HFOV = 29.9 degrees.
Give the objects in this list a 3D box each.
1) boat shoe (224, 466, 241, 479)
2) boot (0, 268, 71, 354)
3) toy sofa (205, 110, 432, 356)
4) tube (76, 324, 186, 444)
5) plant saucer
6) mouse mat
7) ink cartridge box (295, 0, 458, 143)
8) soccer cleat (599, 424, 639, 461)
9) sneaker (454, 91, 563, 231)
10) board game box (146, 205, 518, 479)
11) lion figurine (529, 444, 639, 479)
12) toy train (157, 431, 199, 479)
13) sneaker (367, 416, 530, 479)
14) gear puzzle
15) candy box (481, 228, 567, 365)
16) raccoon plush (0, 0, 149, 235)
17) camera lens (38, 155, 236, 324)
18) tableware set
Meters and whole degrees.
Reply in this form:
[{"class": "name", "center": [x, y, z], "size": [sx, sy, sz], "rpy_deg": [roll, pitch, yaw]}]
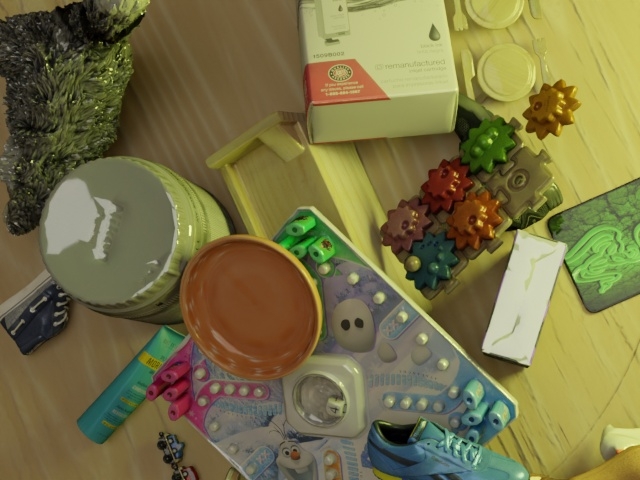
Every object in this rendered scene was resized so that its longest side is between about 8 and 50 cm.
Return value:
[{"class": "boat shoe", "center": [-0.123, 0.396, 1.734], "size": [0.045, 0.050, 0.135], "rpy_deg": [7, 94, 9]}, {"class": "boot", "center": [-0.400, 0.091, 1.825], "size": [0.190, 0.069, 0.086], "rpy_deg": [-37, 84, 13]}, {"class": "toy sofa", "center": [0.000, 0.000, 1.723], "size": [0.150, 0.177, 0.362], "rpy_deg": [-31, 78, 30]}, {"class": "tube", "center": [-0.274, 0.211, 1.780], "size": [0.207, 0.080, 0.052], "rpy_deg": [-47, 54, 5]}, {"class": "plant saucer", "center": [-0.087, 0.084, 1.557], "size": [0.200, 0.037, 0.200], "rpy_deg": [8, 110, 21]}, {"class": "mouse mat", "center": [0.433, 0.000, 1.690], "size": [0.190, 0.007, 0.152], "rpy_deg": [-25, 79, 8]}, {"class": "ink cartridge box", "center": [0.072, -0.290, 1.691], "size": [0.207, 0.117, 0.283], "rpy_deg": [-6, 64, -1]}, {"class": "soccer cleat", "center": [0.473, 0.291, 1.616], "size": [0.196, 0.076, 0.068], "rpy_deg": [15, 120, -1]}, {"class": "sneaker", "center": [0.224, -0.103, 1.704], "size": [0.130, 0.087, 0.227], "rpy_deg": [-39, 82, -2]}, {"class": "board game box", "center": [-0.001, 0.215, 1.616], "size": [0.390, 0.050, 0.390], "rpy_deg": [44, 119, 3]}, {"class": "lion figurine", "center": [0.360, 0.348, 1.548], "size": [0.392, 0.142, 0.240], "rpy_deg": [-27, 107, -3]}, {"class": "toy train", "center": [-0.197, 0.350, 1.763], "size": [0.036, 0.027, 0.158], "rpy_deg": [-27, 79, 4]}, {"class": "sneaker", "center": [0.156, 0.269, 1.495], "size": [0.209, 0.069, 0.082], "rpy_deg": [7, 121, 23]}, {"class": "gear puzzle", "center": [0.218, -0.083, 1.603], "size": [0.339, 0.044, 0.175], "rpy_deg": [-45, 44, 14]}, {"class": "candy box", "center": [0.272, 0.083, 1.613], "size": [0.070, 0.196, 0.164], "rpy_deg": [17, 86, 11]}, {"class": "raccoon plush", "center": [-0.362, -0.173, 1.690], "size": [0.216, 0.446, 0.299], "rpy_deg": [0, 81, -15]}, {"class": "camera lens", "center": [-0.249, 0.004, 1.692], "size": [0.219, 0.274, 0.219], "rpy_deg": [-2, 82, 12]}, {"class": "tableware set", "center": [0.259, -0.295, 1.749], "size": [0.128, 0.039, 0.194], "rpy_deg": [-8, 87, -1]}]
